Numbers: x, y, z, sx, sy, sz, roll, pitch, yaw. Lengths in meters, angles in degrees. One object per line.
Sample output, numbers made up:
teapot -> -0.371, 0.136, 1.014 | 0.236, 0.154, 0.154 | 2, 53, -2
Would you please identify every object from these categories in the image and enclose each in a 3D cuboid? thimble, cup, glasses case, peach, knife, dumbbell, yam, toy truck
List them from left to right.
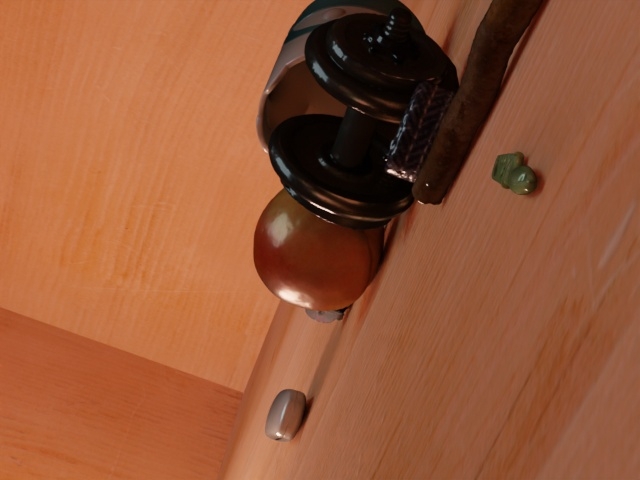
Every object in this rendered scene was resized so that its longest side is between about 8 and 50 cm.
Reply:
glasses case -> -0.053, 0.265, 2.282 | 0.193, 0.049, 0.074 | 121, 168, -79
peach -> 0.000, 0.000, 1.951 | 0.184, 0.184, 0.184 | -160, 90, -87
toy truck -> 0.018, 0.065, 2.163 | 0.077, 0.076, 0.111 | 6, -78, -75
cup -> 0.049, -0.192, 2.115 | 0.257, 0.219, 0.290 | -73, -28, -52
dumbbell -> 0.050, -0.143, 1.770 | 0.192, 0.192, 0.290 | -75, 5, -56
thimble -> 0.112, -0.111, 1.610 | 0.095, 0.066, 0.104 | -70, 2, -51
yam -> 0.148, -0.147, 1.424 | 0.045, 0.045, 0.327 | -43, -16, -39
knife -> 0.146, -0.053, 1.141 | 0.207, 0.014, 0.030 | -96, 24, -84
